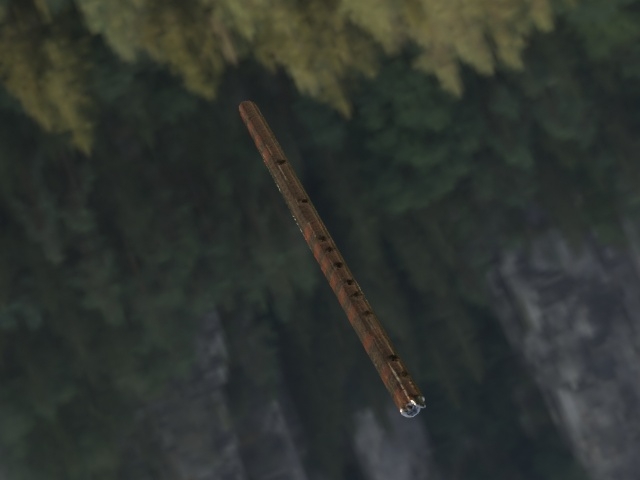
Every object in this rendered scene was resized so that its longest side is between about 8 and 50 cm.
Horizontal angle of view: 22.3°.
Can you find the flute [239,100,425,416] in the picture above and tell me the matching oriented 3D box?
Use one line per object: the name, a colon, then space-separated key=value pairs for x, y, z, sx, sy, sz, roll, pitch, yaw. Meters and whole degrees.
flute: x=0.000 y=0.000 z=0.810 sx=0.014 sy=0.269 sz=0.014 roll=-10 pitch=127 yaw=-14
